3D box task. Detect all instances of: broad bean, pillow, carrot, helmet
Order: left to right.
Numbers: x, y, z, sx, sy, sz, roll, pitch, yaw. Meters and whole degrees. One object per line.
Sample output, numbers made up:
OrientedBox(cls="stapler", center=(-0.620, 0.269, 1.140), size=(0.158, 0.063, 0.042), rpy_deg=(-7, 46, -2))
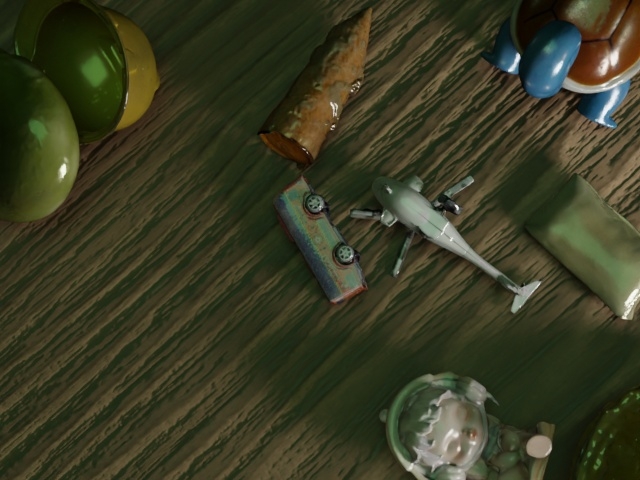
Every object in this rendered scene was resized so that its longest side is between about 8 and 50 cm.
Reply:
OrientedBox(cls="broad bean", center=(-0.463, -0.156, 1.867), size=(0.291, 0.119, 0.238), rpy_deg=(47, 117, 21))
OrientedBox(cls="helmet", center=(-0.323, -0.261, 1.896), size=(0.257, 0.140, 0.205), rpy_deg=(52, 122, 23))
OrientedBox(cls="carrot", center=(0.008, -0.239, 1.901), size=(0.102, 0.102, 0.263), rpy_deg=(28, 80, 7))
OrientedBox(cls="pillow", center=(0.405, 0.009, 1.854), size=(0.208, 0.053, 0.119), rpy_deg=(43, 81, 13))

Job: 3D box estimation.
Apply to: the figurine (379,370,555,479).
OrientedBox(cls="figurine", center=(0.196, 0.271, 1.767), size=(0.237, 0.141, 0.162), rpy_deg=(21, 76, 7))

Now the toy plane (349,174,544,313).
OrientedBox(cls="toy plane", center=(0.182, 0.007, 1.840), size=(0.182, 0.107, 0.273), rpy_deg=(-35, 84, 1))

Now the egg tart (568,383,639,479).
OrientedBox(cls="egg tart", center=(0.538, 0.374, 1.695), size=(0.443, 0.178, 0.443), rpy_deg=(2, 73, -8))

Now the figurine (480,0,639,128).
OrientedBox(cls="figurine", center=(0.378, -0.328, 1.861), size=(0.298, 0.243, 0.416), rpy_deg=(29, 61, 17))

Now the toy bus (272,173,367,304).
OrientedBox(cls="toy bus", center=(0.000, 0.000, 1.869), size=(0.077, 0.065, 0.192), rpy_deg=(-32, 79, 4))
